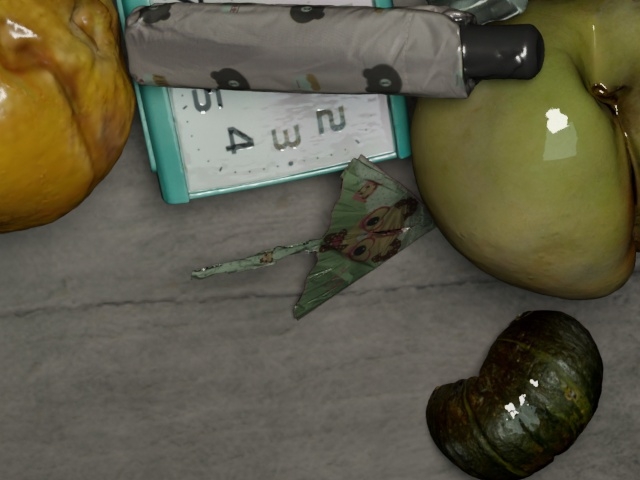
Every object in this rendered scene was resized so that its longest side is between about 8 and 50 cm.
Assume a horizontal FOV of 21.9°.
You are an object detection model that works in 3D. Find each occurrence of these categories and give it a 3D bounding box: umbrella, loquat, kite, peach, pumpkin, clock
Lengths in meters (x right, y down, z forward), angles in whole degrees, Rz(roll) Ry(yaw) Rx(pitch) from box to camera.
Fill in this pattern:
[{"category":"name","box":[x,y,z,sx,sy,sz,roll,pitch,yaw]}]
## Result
[{"category":"umbrella","box":[0.006,-0.148,1.282,0.337,0.067,0.073,4,120,20]},{"category":"loquat","box":[-0.295,-0.128,1.348,0.284,0.276,0.276,-30,109,35]},{"category":"kite","box":[0.001,0.001,1.477,0.250,0.012,0.229,-13,143,-25]},{"category":"peach","box":[0.217,-0.088,1.385,0.292,0.292,0.247,-36,82,8]},{"category":"pumpkin","box":[0.187,0.155,1.547,0.119,0.108,0.183,43,99,-9]},{"category":"clock","box":[-0.054,-0.184,1.427,0.231,0.116,0.262,-12,109,-4]}]

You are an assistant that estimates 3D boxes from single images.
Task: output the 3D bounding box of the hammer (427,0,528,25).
[{"category":"hammer","box":[0.123,-0.224,1.368,0.158,0.226,0.041,-24,118,39]}]
